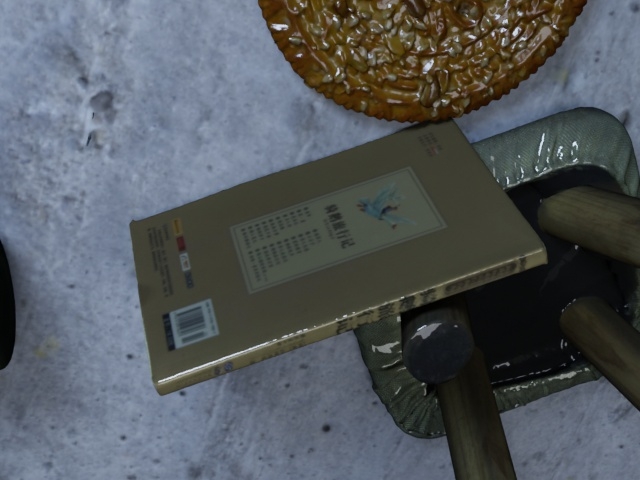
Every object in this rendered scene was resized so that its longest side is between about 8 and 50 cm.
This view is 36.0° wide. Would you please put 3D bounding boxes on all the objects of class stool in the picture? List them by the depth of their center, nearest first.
[{"bbox_3d":[0.197,0.078,0.890,0.310,0.226,0.310,-21,118,-3],"label":"stool"}]

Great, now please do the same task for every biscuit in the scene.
[{"bbox_3d":[0.094,-0.238,0.816,0.305,0.038,0.305,-5,117,-10],"label":"biscuit"}]

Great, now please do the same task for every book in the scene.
[{"bbox_3d":[0.000,0.000,0.813,0.310,0.217,0.021,-18,128,-3],"label":"book"}]

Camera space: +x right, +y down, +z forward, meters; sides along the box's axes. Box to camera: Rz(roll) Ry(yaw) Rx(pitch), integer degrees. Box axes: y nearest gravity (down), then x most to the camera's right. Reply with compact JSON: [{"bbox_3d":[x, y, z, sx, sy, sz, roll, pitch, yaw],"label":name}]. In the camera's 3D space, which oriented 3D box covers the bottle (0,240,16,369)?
[{"bbox_3d":[-0.397,0.057,0.800,0.271,0.143,0.156,-7,83,-7],"label":"bottle"}]
